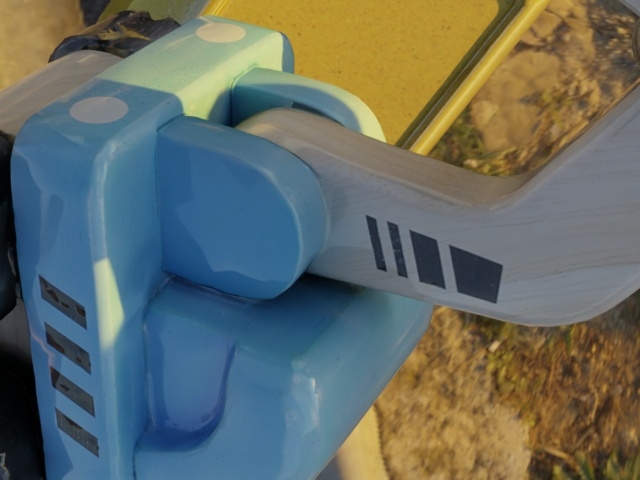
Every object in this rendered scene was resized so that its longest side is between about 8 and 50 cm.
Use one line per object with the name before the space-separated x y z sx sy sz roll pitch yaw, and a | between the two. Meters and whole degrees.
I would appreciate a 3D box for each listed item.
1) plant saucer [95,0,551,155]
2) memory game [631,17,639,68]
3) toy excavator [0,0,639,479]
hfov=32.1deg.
plant saucer | 0.018 -0.186 0.948 0.333 0.081 0.332 28 113 -26
memory game | 0.229 -0.113 0.567 0.012 0.186 0.186 1 103 62
toy excavator | 0.000 0.000 0.553 0.445 0.222 0.432 18 126 20
